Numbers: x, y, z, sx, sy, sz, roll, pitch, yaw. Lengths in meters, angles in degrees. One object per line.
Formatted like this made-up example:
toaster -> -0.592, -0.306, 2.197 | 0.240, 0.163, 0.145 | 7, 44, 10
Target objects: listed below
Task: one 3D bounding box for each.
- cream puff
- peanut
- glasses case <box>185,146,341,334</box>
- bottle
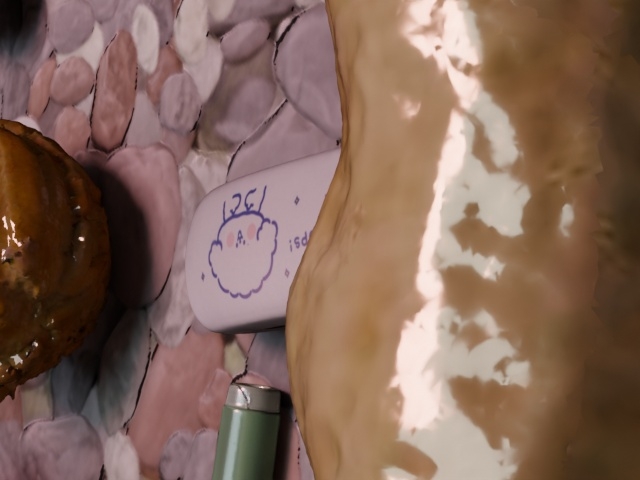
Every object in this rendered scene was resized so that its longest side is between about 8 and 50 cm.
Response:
cream puff -> -0.179, 0.011, 1.069 | 0.150, 0.115, 0.165 | -30, 52, 39
peanut -> 0.077, -0.001, 0.696 | 0.192, 0.170, 0.387 | -18, 67, 55
glasses case -> 0.000, 0.000, 0.887 | 0.197, 0.049, 0.076 | -12, 76, 51
bottle -> -0.038, 0.112, 0.936 | 0.030, 0.030, 0.083 | 8, 90, 53
